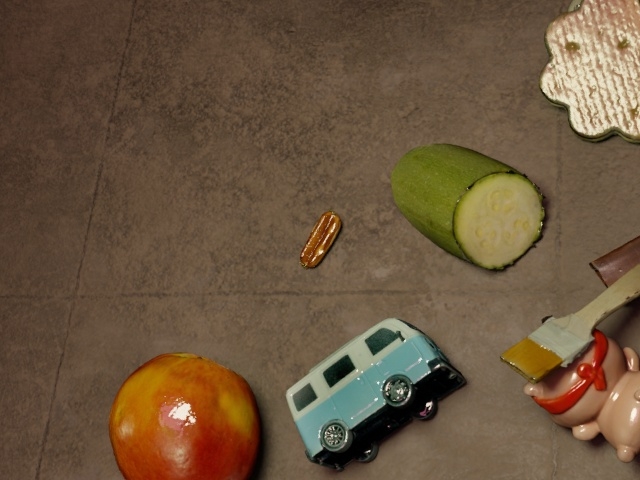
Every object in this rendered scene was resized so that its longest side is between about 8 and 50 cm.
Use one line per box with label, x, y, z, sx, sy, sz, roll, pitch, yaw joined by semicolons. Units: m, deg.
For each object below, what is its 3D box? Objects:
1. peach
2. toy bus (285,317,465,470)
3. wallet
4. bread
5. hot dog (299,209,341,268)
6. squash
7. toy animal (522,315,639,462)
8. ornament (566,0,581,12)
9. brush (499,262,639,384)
peach;-0.235;0.331;1.443;0.281;0.238;0.280;0;82;-2
toy bus;0.084;0.245;1.398;0.271;0.133;0.164;-37;56;9
wallet;0.534;0.028;1.345;0.176;0.026;0.095;-32;55;8
bread;0.479;-0.295;1.445;0.207;0.056;0.286;-12;85;24
hot dog;0.000;0.000;1.587;0.049;0.037;0.122;32;91;19
squash;0.257;-0.070;1.508;0.189;0.189;0.260;-50;24;-1
toy animal;0.412;0.221;1.255;0.198;0.171;0.171;33;86;22
ornament;0.490;-0.441;1.521;0.081;0.075;0.156;13;70;-11
brush;0.408;0.109;1.246;0.337;0.020;0.085;-29;39;-24
